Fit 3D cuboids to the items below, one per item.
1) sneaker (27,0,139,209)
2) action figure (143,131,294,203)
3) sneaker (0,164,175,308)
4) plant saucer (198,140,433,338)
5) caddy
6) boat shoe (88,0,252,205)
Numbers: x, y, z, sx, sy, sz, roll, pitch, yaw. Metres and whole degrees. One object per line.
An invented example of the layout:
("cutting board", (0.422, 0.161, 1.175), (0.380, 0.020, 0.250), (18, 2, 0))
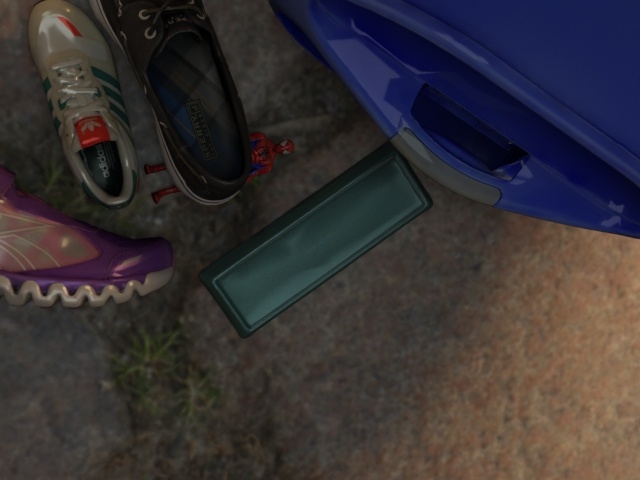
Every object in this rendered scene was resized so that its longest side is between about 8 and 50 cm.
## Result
("sneaker", (-0.165, -0.096, 0.823), (0.057, 0.075, 0.161), (-18, 104, -11))
("action figure", (-0.075, -0.058, 0.879), (0.115, 0.030, 0.038), (-18, 99, -13))
("sneaker", (-0.222, -0.006, 0.821), (0.236, 0.095, 0.104), (2, 92, -14))
("plant saucer", (0.000, 0.000, 0.913), (0.192, 0.018, 0.067), (-35, 106, -7))
("caddy", (0.125, -0.118, 0.810), (0.341, 0.241, 0.179), (32, 85, -17))
("boat shoe", (-0.105, -0.135, 0.816), (0.080, 0.076, 0.228), (-18, 94, -21))
